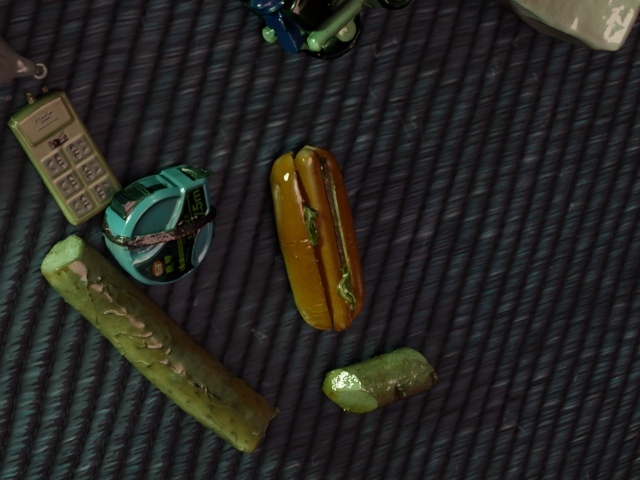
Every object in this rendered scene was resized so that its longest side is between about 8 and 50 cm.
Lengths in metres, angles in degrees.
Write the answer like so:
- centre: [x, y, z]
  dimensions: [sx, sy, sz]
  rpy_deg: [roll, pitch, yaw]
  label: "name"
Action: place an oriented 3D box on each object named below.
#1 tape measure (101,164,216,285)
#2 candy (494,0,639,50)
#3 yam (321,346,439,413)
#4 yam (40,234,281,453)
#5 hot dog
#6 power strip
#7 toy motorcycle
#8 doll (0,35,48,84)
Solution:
- centre: [-0.187, -0.013, 1.956]
  dimensions: [0.146, 0.081, 0.125]
  rpy_deg: [-20, 125, -27]
  label: "tape measure"
- centre: [0.333, -0.433, 2.049]
  dimensions: [0.208, 0.145, 0.358]
  rpy_deg: [20, 95, -28]
  label: "candy"
- centre: [0.079, 0.184, 2.153]
  dimensions: [0.146, 0.070, 0.069]
  rpy_deg: [-18, 112, -21]
  label: "yam"
- centre: [-0.191, 0.134, 2.007]
  dimensions: [0.083, 0.083, 0.371]
  rpy_deg: [-49, 118, -5]
  label: "yam"
- centre: [0.000, 0.000, 2.061]
  dimensions: [0.100, 0.068, 0.249]
  rpy_deg: [-22, 114, -20]
  label: "hot dog"
- centre: [-0.296, -0.101, 1.911]
  dimensions: [0.076, 0.028, 0.169]
  rpy_deg: [-35, 117, -12]
  label: "power strip"
- centre: [0.038, -0.370, 1.940]
  dimensions: [0.196, 0.125, 0.331]
  rpy_deg: [41, 78, -32]
  label: "toy motorcycle"
- centre: [-0.410, -0.203, 1.798]
  dimensions: [0.227, 0.075, 0.102]
  rpy_deg: [6, 93, -17]
  label: "doll"
